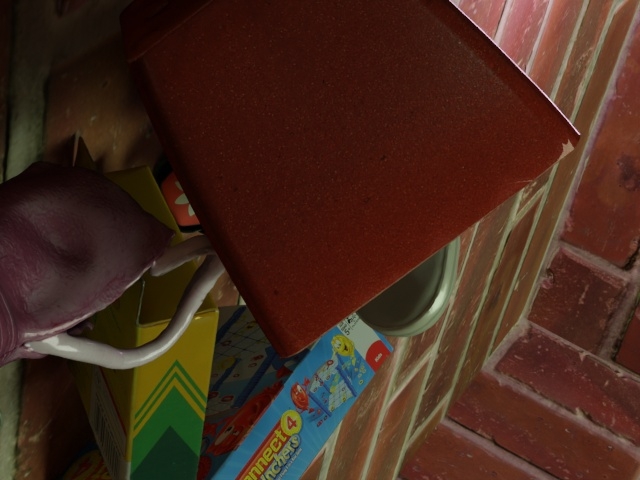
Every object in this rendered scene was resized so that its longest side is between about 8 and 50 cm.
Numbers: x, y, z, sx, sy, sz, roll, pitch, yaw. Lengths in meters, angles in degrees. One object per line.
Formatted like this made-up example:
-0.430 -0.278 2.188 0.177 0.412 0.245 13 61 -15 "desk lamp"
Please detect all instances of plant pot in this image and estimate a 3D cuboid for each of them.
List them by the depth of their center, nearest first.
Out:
-0.009 -0.119 1.113 0.267 0.235 0.267 -37 -157 5 "plant pot"

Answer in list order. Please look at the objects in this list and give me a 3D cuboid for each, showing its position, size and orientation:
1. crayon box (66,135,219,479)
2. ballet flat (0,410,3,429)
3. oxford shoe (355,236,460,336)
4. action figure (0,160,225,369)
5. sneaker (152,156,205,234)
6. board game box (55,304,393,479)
-0.174 0.077 1.395 0.081 0.202 0.318 -11 139 -21 "crayon box"
-0.357 0.189 1.277 0.213 0.068 0.072 -36 149 -54 "ballet flat"
0.039 -0.116 1.554 0.130 0.169 0.449 15 63 -56 "oxford shoe"
-0.268 0.075 1.058 0.248 0.276 0.370 -62 178 20 "action figure"
-0.099 -0.069 1.572 0.148 0.131 0.350 -22 179 2 "sneaker"
-0.117 0.203 1.640 0.086 0.308 0.302 52 57 -22 "board game box"
